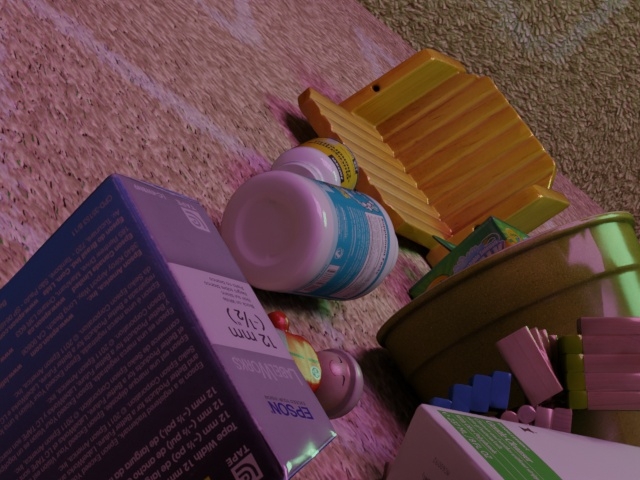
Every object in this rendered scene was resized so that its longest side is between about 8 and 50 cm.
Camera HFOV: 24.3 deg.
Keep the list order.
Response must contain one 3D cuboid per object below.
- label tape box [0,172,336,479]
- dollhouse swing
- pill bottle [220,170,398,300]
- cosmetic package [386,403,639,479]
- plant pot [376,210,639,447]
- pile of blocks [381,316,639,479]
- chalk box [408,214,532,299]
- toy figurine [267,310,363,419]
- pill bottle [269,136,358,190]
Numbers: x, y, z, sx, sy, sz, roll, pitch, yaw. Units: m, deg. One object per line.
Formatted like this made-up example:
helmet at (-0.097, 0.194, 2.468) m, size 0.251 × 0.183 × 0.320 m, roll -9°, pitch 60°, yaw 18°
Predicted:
label tape box at (-0.127, 0.163, 1.071) m, size 0.115 × 0.249 × 0.347 m, roll 18°, pitch 34°, yaw -56°
dollhouse swing at (0.184, -0.166, 2.428) m, size 0.347 × 0.315 × 0.305 m, roll 57°, pitch 0°, yaw 26°
pill bottle at (0.000, 0.000, 1.864) m, size 0.146 × 0.146 × 0.264 m, roll 55°, pitch 19°, yaw 22°
cosmetic package at (0.263, 0.303, 1.536) m, size 0.366 × 0.155 × 0.197 m, roll 13°, pitch 16°, yaw -30°
plant pot at (0.311, 0.203, 1.881) m, size 0.366 × 0.366 × 0.353 m, roll 7°, pitch 54°, yaw -63°
pile of blocks at (0.214, 0.190, 1.685) m, size 0.149 × 0.362 × 0.112 m, roll 64°, pitch -8°, yaw 7°
chalk box at (0.273, 0.092, 2.228) m, size 0.180 × 0.179 × 0.289 m, roll 21°, pitch 31°, yaw -55°
toy figurine at (-0.090, 0.148, 1.234) m, size 0.213 × 0.209 × 0.148 m, roll 20°, pitch -2°, yaw 43°
pill bottle at (-0.014, -0.084, 2.075) m, size 0.103 × 0.103 × 0.184 m, roll 48°, pitch 18°, yaw 1°
